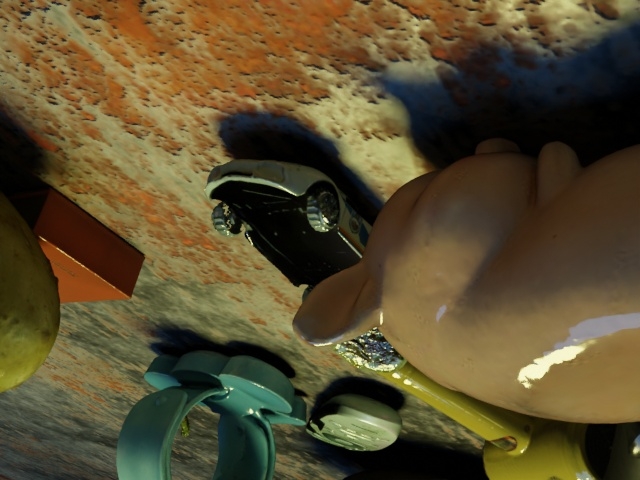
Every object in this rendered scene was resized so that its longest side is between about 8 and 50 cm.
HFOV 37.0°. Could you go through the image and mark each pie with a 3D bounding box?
[{"bbox_3d":[0.043,0.078,0.825,0.085,0.017,0.085,4,116,9],"label":"pie"}]

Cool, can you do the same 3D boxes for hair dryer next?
[{"bbox_3d":[0.155,0.157,0.892,0.278,0.090,0.135,32,153,-16],"label":"hair dryer"}]

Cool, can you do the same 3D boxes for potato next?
[{"bbox_3d":[-0.336,0.002,0.738,0.307,0.173,0.210,37,125,0],"label":"potato"}]

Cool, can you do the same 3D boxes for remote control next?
[{"bbox_3d":[0.036,0.219,1.137,0.097,0.045,0.256,21,159,-5],"label":"remote control"}]

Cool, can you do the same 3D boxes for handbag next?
[{"bbox_3d":[-0.276,0.012,0.891,0.190,0.063,0.127,-4,148,35],"label":"handbag"}]

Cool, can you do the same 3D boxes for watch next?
[{"bbox_3d":[-0.126,0.236,1.099,0.211,0.193,0.211,17,156,8],"label":"watch"}]

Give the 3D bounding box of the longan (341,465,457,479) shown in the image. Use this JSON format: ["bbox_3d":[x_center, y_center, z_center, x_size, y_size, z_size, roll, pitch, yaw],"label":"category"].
[{"bbox_3d":[0.123,0.486,1.261,0.391,0.391,0.391,15,156,7],"label":"longan"}]

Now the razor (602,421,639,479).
[{"bbox_3d":[0.307,0.154,0.696,0.204,0.113,0.349,-12,149,9],"label":"razor"}]

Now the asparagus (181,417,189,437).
[{"bbox_3d":[-0.213,0.292,1.494,0.015,0.014,0.114,48,160,16],"label":"asparagus"}]

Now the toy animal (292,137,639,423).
[{"bbox_3d":[0.130,0.020,0.521,0.250,0.154,0.166,-5,156,45],"label":"toy animal"}]

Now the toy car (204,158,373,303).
[{"bbox_3d":[0.000,0.000,0.682,0.095,0.056,0.205,-2,145,37],"label":"toy car"}]
